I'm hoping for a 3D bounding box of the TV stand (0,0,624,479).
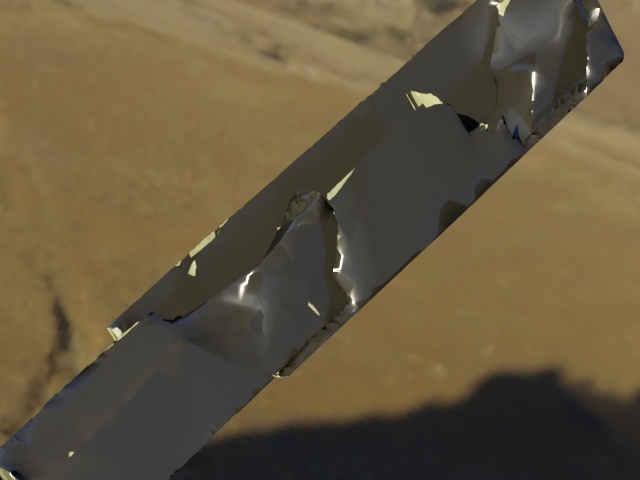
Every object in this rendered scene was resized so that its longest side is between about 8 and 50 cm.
[{"bbox_3d":[0.000,0.000,0.596,0.042,0.249,0.036,4,-50,53],"label":"TV stand"}]
